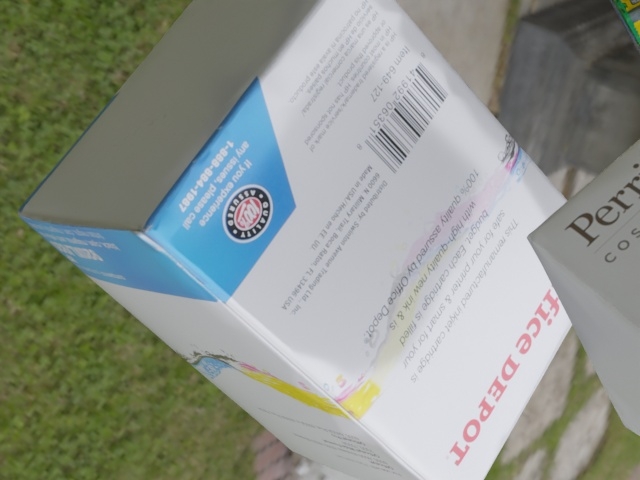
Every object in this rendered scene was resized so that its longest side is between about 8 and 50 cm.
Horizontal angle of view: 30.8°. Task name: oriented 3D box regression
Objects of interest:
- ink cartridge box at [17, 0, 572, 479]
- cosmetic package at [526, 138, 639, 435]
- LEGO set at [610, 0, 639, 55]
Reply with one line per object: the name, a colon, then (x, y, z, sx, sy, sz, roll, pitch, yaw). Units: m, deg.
ink cartridge box: (0.000, 0.000, 0.624, 0.233, 0.168, 0.171, 45, 69, -27)
cosmetic package: (0.261, 0.069, 0.351, 0.197, 0.365, 0.155, -42, 135, -4)
LEGO set: (0.319, -0.106, 0.723, 0.192, 0.331, 0.255, -29, -173, 17)
